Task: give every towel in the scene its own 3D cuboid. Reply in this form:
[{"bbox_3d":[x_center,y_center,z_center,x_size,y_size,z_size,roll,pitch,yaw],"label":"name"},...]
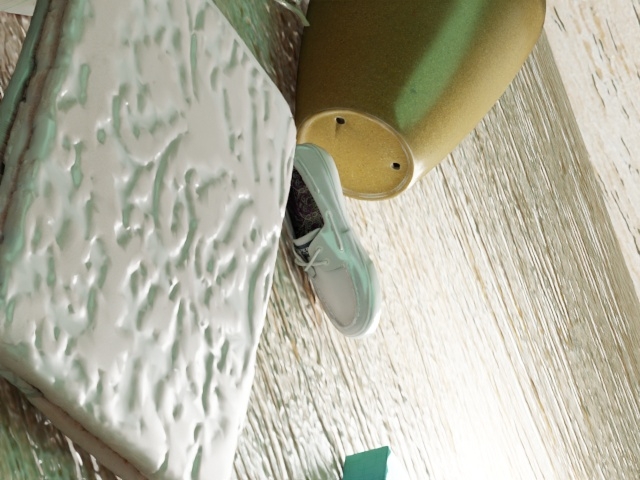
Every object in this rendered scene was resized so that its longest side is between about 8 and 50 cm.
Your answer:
[{"bbox_3d":[-0.114,-0.016,1.013,0.317,0.053,0.332,52,43,-52],"label":"towel"}]

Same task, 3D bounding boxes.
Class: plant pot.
[{"bbox_3d":[0.071,-0.166,1.486,0.237,0.237,0.254,57,42,-32],"label":"plant pot"}]

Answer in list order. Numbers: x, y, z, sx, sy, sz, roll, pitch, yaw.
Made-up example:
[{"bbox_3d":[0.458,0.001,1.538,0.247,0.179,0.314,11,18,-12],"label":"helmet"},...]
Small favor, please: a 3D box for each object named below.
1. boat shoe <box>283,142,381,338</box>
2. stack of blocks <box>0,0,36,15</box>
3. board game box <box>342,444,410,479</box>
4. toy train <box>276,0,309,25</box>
[{"bbox_3d":[0.000,0.000,1.364,0.063,0.066,0.184,-5,80,-53],"label":"boat shoe"},{"bbox_3d":[-0.213,-0.247,1.018,0.297,0.087,0.171,-6,79,-67],"label":"stack of blocks"},{"bbox_3d":[0.062,0.302,1.289,0.160,0.047,0.210,58,25,-30],"label":"board game box"},{"bbox_3d":[-0.097,-0.280,1.317,0.248,0.105,0.143,29,34,-59],"label":"toy train"}]
